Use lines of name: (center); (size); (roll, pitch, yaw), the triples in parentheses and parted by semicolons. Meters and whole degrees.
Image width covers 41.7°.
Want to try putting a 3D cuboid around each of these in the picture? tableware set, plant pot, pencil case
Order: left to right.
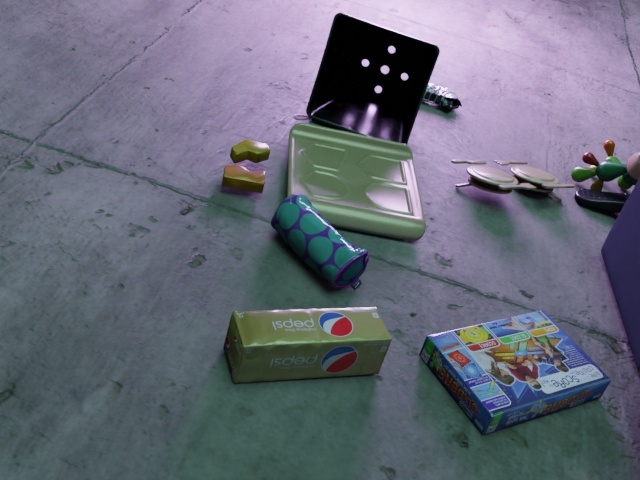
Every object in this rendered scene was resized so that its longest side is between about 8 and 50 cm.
pencil case: (0.000, 0.000, 1.138); (0.070, 0.064, 0.151); (-29, 53, -26)
plant pot: (0.102, -0.295, 1.505); (0.188, 0.187, 0.167); (20, 22, 5)
tableware set: (0.327, -0.097, 1.435); (0.194, 0.039, 0.128); (-3, 27, -35)

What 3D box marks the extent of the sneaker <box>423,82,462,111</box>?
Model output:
sneaker: (0.234, -0.276, 1.642); (0.098, 0.038, 0.069); (-2, 38, -24)

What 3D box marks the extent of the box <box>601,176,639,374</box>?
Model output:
box: (0.644, 0.067, 1.182); (0.395, 0.212, 0.293); (15, 35, -3)

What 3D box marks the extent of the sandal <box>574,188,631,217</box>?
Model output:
sandal: (0.534, -0.055, 1.467); (0.179, 0.040, 0.067); (11, 27, 17)

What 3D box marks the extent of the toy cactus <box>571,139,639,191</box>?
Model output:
toy cactus: (0.562, -0.130, 1.479); (0.219, 0.112, 0.180); (12, -6, 10)

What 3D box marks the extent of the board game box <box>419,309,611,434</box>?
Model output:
board game box: (0.242, 0.158, 1.045); (0.201, 0.035, 0.136); (-7, 41, -30)

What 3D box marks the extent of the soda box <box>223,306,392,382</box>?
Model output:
soda box: (-0.015, 0.119, 0.968); (0.181, 0.061, 0.058); (0, 39, -22)

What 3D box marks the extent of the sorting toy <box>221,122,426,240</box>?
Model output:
sorting toy: (0.004, -0.099, 1.306); (0.307, 0.041, 0.229); (10, 39, -9)
